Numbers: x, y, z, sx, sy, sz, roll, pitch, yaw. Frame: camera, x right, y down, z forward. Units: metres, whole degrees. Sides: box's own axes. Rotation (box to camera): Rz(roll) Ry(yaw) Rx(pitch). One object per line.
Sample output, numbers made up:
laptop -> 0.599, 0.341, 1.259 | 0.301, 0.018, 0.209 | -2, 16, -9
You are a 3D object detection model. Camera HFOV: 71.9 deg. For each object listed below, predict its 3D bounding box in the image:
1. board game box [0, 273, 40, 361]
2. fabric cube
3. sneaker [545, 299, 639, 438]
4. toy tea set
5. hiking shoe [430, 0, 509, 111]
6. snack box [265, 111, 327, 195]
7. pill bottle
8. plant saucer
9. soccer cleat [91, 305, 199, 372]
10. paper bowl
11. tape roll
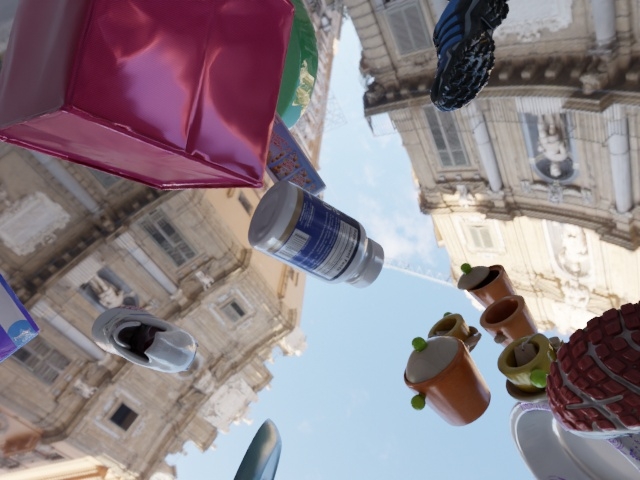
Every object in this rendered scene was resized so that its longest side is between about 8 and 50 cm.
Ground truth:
board game box -> -0.447, 0.154, 0.338 | 0.346, 0.078, 0.233 | -22, -165, 11
fabric cube -> -0.218, -0.221, 0.565 | 0.254, 0.259, 0.259 | 4, -98, 38
sneaker -> 0.276, 0.085, 0.312 | 0.225, 0.093, 0.088 | -33, -152, 18
toy tea set -> 0.221, 0.122, 0.665 | 0.200, 0.124, 0.336 | -37, -173, 20
hiking shoe -> 0.290, -0.400, 0.922 | 0.132, 0.113, 0.304 | 13, -103, 55
snack box -> -0.065, -0.135, 0.665 | 0.064, 0.178, 0.022 | -34, 175, 2
pill bottle -> 0.000, 0.000, 0.406 | 0.067, 0.120, 0.067 | -38, -143, 36
plant saucer -> -0.141, 0.522, 0.878 | 0.043, 0.318, 0.318 | 15, -131, 9
soccer cleat -> -0.410, 0.194, 0.952 | 0.331, 0.143, 0.116 | 6, -113, 31
paper bowl -> 0.482, 0.354, 0.744 | 0.148, 0.285, 0.284 | -27, -150, -24
tape roll -> -0.161, -0.348, 0.858 | 0.321, 0.322, 0.077 | -10, -171, 29
